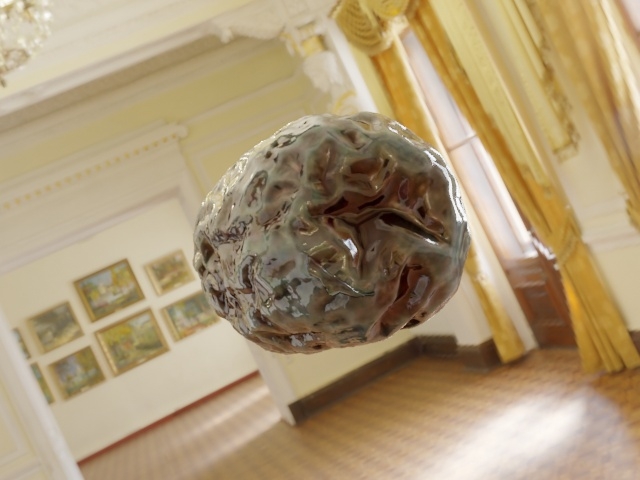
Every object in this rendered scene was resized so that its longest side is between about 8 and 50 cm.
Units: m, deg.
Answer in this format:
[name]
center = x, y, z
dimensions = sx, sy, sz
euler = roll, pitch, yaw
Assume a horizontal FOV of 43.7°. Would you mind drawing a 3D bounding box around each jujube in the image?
[jujube]
center = 0.000, 0.000, 0.719
dimensions = 0.226, 0.226, 0.317
euler = -26, 2, -15
